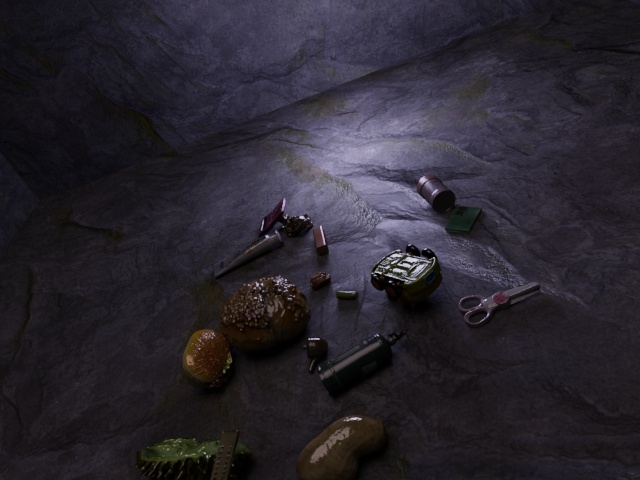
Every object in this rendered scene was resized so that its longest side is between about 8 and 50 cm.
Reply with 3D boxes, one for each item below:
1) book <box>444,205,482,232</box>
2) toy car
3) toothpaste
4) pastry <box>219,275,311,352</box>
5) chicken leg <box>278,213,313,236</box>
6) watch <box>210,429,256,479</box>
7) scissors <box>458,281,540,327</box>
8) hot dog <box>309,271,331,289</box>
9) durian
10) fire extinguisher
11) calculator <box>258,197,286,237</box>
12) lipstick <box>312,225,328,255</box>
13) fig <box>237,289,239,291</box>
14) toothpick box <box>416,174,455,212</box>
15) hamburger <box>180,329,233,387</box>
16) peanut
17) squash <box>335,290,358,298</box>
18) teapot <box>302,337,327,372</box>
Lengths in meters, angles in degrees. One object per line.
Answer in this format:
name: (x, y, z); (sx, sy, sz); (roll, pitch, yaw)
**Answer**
book: (0.523, -0.079, 1.978); (0.103, 0.017, 0.135); (8, 46, 38)
toy car: (0.285, 0.127, 1.741); (0.200, 0.142, 0.248); (-37, 26, -18)
toothpaste: (-0.317, 0.057, 2.301); (0.323, 0.066, 0.100); (-29, 33, 4)
pastry: (-0.199, 0.235, 1.834); (0.315, 0.184, 0.284); (-16, 32, -6)
chicken leg: (-0.123, -0.073, 2.344); (0.196, 0.080, 0.125); (-1, 30, 43)
watch: (-0.219, 0.637, 1.349); (0.102, 0.165, 0.268); (-13, 38, 16)
scissors: (0.539, 0.181, 1.602); (0.242, 0.030, 0.118); (-22, 35, 10)
hot dog: (-0.003, 0.147, 1.993); (0.083, 0.035, 0.058); (-31, 38, -8)
durian: (-0.386, 0.612, 1.512); (0.394, 0.163, 0.198); (-9, 34, 33)
fire extinguisher: (0.132, 0.345, 1.590); (0.294, 0.118, 0.093); (-30, 69, -7)
calculator: (-0.214, -0.100, 2.410); (0.190, 0.034, 0.127); (-43, 23, 29)
lipstick: (0.000, 0.000, 2.182); (0.045, 0.045, 0.145); (-19, 33, 5)
fig: (-0.256, 0.219, 2.034); (0.125, 0.089, 0.089); (-9, 28, -22)
toothpick box: (0.451, -0.184, 2.094); (0.098, 0.098, 0.149); (-26, 35, -1)
hamburger: (-0.375, 0.393, 1.789); (0.116, 0.173, 0.210); (-40, 21, 33)
peanut: (0.056, 0.533, 1.363); (0.253, 0.137, 0.122); (-37, -10, -17)
squash: (0.095, 0.191, 1.879); (0.083, 0.027, 0.027); (-1, 41, 31)
teapot: (-0.017, 0.366, 1.703); (0.080, 0.085, 0.110); (1, 66, -1)
